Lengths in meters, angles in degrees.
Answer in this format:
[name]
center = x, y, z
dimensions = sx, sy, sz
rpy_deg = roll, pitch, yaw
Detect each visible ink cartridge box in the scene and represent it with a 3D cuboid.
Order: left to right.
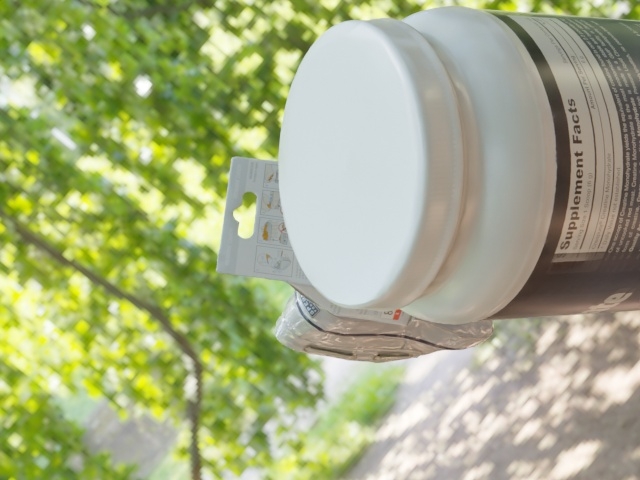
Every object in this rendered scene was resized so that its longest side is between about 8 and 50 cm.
[ink cartridge box]
center = 0.000, 0.000, 1.263
dimensions = 0.045, 0.179, 0.145
rpy_deg = 101, 175, -49

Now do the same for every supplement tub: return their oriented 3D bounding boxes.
[supplement tub]
center = 0.131, -0.046, 0.872
dimensions = 0.272, 0.191, 0.191
rpy_deg = -2, -28, -29

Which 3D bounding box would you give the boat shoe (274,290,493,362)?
[boat shoe]
center = 0.068, 0.088, 1.471
dimensions = 0.268, 0.096, 0.088
rpy_deg = 2, -39, -44
